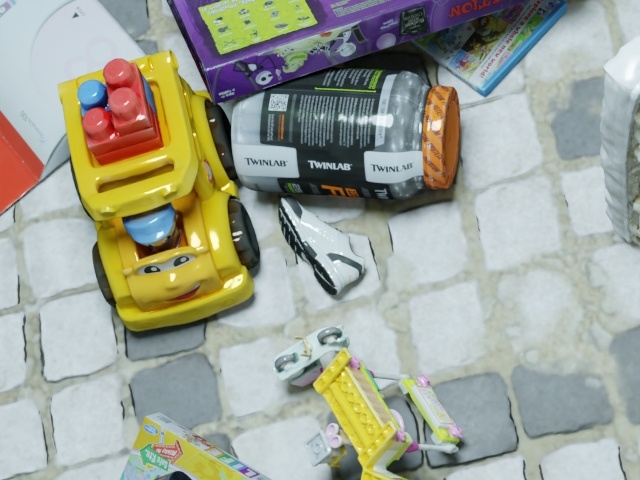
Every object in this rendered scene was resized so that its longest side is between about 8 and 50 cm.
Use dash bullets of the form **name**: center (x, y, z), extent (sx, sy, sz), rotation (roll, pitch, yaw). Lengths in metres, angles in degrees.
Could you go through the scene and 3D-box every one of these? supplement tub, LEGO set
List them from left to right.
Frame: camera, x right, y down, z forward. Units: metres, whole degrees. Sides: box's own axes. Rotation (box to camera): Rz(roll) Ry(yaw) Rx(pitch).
- **supplement tub**: center (0.024, -0.097, 1.633), extent (0.190, 0.117, 0.117), rotation (4, 68, 15)
- **LEGO set**: center (0.056, 0.204, 1.527), extent (0.132, 0.107, 0.287), rotation (-30, 63, 38)

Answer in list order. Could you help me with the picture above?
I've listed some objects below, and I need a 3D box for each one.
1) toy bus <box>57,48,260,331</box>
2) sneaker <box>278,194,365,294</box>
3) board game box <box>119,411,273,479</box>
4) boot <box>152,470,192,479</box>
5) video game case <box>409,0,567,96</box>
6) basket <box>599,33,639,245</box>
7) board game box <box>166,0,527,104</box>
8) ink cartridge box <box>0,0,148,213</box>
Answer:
- **toy bus**: center (-0.153, -0.058, 1.605), extent (0.149, 0.211, 0.220), rotation (-16, 66, 4)
- **sneaker**: center (0.000, 0.000, 1.645), extent (0.043, 0.040, 0.109), rotation (-29, 67, -19)
- **board game box**: center (-0.100, 0.228, 1.545), extent (0.154, 0.026, 0.103), rotation (28, 105, 22)
- **boot**: center (-0.132, 0.310, 1.505), extent (0.106, 0.082, 0.219), rotation (-20, 73, 24)
- **video game case**: center (0.132, -0.224, 1.720), extent (0.166, 0.015, 0.119), rotation (39, 79, 24)
- **basket**: center (0.425, -0.086, 1.429), extent (0.331, 0.328, 0.266), rotation (-40, 69, -7)
- **board game box**: center (0.035, -0.249, 1.668), extent (0.346, 0.056, 0.208), rotation (-19, 47, -6)
- **ink cartridge box**: center (-0.297, -0.149, 1.761), extent (0.232, 0.066, 0.189), rotation (-38, 63, -9)
